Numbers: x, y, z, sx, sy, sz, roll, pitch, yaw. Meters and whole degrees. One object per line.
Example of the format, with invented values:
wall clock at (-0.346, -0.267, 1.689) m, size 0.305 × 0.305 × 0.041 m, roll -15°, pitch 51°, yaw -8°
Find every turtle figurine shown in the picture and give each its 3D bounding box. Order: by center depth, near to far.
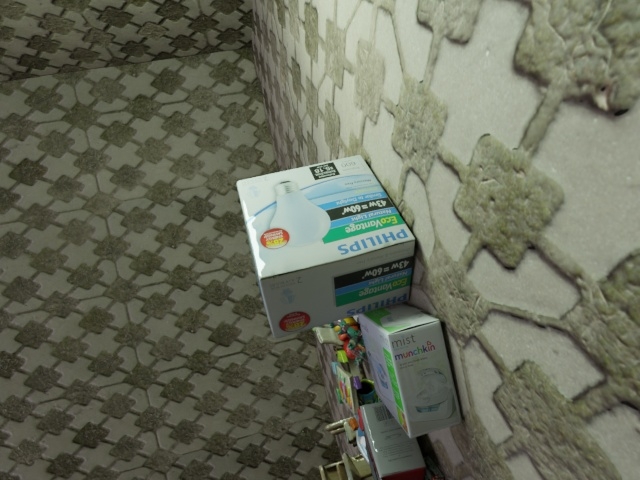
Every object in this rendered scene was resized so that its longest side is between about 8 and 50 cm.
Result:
turtle figurine at (0.134, 0.366, 1.515) m, size 0.234 × 0.118 × 0.175 m, roll 41°, pitch 157°, yaw 45°

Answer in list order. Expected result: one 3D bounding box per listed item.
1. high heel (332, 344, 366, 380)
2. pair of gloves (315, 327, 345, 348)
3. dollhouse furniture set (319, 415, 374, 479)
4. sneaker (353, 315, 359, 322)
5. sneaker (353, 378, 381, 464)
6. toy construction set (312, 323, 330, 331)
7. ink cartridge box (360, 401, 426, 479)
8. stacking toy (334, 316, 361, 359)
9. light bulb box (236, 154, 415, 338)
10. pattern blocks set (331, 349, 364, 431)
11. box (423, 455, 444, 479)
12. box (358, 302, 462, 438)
high heel at (0.125, 0.514, 1.788) m, size 0.186 × 0.093 × 0.261 m, roll -107°, pitch -8°, yaw -63°
pair of gloves at (0.058, 0.338, 1.792) m, size 0.042 × 0.204 × 0.240 m, roll -50°, pitch 36°, yaw 27°
dollhouse furniture set at (0.109, 0.980, 1.796) m, size 0.394 × 0.257 × 0.361 m, roll 70°, pitch -179°, yaw -58°
sneaker at (0.127, 0.258, 1.570) m, size 0.094 × 0.080 × 0.212 m, roll 64°, pitch 168°, yaw 6°
sneaker at (0.184, 0.662, 1.580) m, size 0.208 × 0.127 × 0.318 m, roll 88°, pitch 165°, yaw -52°
toy construction set at (-0.047, 0.312, 2.061) m, size 0.151 × 0.328 × 0.215 m, roll -38°, pitch 17°, yaw 45°
ink cartridge box at (0.218, 0.663, 1.254) m, size 0.271 × 0.130 × 0.309 m, roll -106°, pitch 4°, yaw -47°
stacking toy at (0.088, 0.311, 1.707) m, size 0.141 × 0.141 × 0.330 m, roll 93°, pitch 157°, yaw -58°
light bulb box at (0.000, 0.000, 1.096) m, size 0.360 × 0.358 × 0.225 m, roll -113°, pitch 12°, yaw -44°
pattern blocks set at (0.097, 0.542, 1.559) m, size 0.325 × 0.026 × 0.285 m, roll 121°, pitch 139°, yaw -70°
box at (0.308, 0.666, 1.153) m, size 0.094 × 0.027 × 0.136 m, roll -156°, pitch 54°, yaw -77°
box at (0.199, 0.280, 1.011) m, size 0.262 × 0.127 × 0.230 m, roll -166°, pitch 62°, yaw -80°
